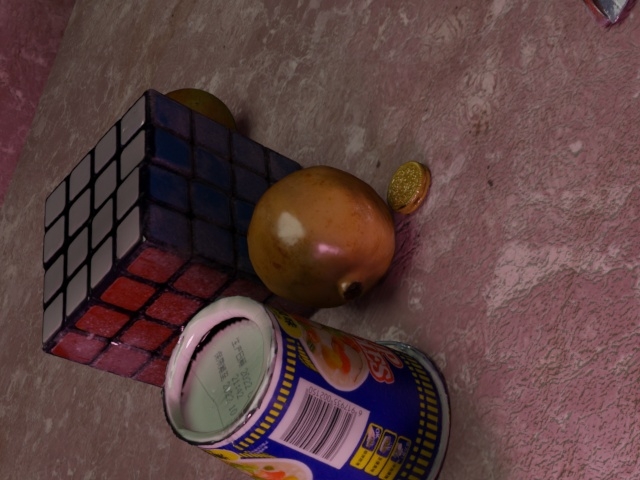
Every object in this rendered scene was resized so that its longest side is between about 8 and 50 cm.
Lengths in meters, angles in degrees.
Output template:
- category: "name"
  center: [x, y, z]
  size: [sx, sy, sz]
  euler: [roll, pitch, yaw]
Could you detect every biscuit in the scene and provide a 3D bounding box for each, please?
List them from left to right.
- category: "biscuit"
  center: [0.133, -0.081, 1.839]
  size: [0.084, 0.023, 0.084]
  euler: [-34, 44, 41]

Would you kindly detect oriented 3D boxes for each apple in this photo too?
- category: "apple"
  center: [-0.254, -0.201, 2.346]
  size: [0.196, 0.196, 0.196]
  euler: [-34, 44, 41]

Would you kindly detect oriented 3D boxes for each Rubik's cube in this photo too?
- category: "Rubik's cube"
  center: [-0.241, 0.019, 2.038]
  size: [0.343, 0.344, 0.337]
  euler: [-41, 39, 33]

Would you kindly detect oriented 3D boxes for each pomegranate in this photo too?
- category: "pomegranate"
  center: [-0.002, -0.006, 1.813]
  size: [0.233, 0.233, 0.233]
  euler: [-34, 44, 41]

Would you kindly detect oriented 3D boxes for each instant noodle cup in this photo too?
- category: "instant noodle cup"
  center: [-0.030, 0.216, 1.574]
  size: [0.284, 0.312, 0.284]
  euler: [-22, 54, 34]

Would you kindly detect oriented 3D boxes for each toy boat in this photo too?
- category: "toy boat"
  center: [0.400, -0.346, 1.600]
  size: [0.122, 0.034, 0.096]
  euler: [-43, 44, 31]
